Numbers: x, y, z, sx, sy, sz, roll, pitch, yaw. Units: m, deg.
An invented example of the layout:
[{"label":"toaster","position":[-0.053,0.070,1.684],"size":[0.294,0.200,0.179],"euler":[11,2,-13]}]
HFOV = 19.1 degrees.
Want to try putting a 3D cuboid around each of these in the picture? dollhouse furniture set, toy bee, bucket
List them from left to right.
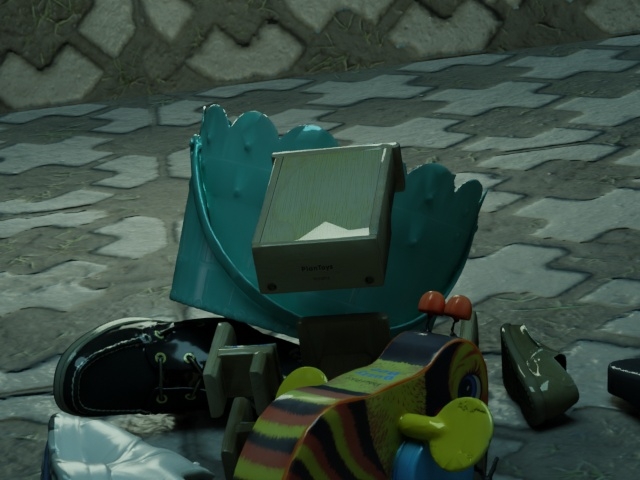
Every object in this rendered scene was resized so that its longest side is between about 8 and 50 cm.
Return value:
[{"label":"bucket","position":[0.000,0.000,1.740],"size":[0.281,0.183,0.281],"euler":[15,-1,0]},{"label":"dollhouse furniture set","position":[0.021,0.066,1.549],"size":[0.212,0.242,0.161],"euler":[-4,29,10]},{"label":"toy bee","position":[0.054,0.119,1.381],"size":[0.195,0.162,0.298],"euler":[4,4,23]}]

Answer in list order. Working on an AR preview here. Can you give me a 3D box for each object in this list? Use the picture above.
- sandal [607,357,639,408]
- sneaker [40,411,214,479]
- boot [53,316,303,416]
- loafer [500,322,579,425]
[{"label":"sandal","position":[0.311,0.142,1.557],"size":[0.097,0.054,0.254],"euler":[-1,6,-9]},{"label":"sneaker","position":[-0.145,0.197,1.418],"size":[0.129,0.111,0.297],"euler":[1,6,-11]},{"label":"boot","position":[-0.096,0.120,1.672],"size":[0.236,0.085,0.178],"euler":[-7,13,-44]},{"label":"loafer","position":[0.190,0.117,1.668],"size":[0.050,0.056,0.148],"euler":[-7,26,-4]}]
